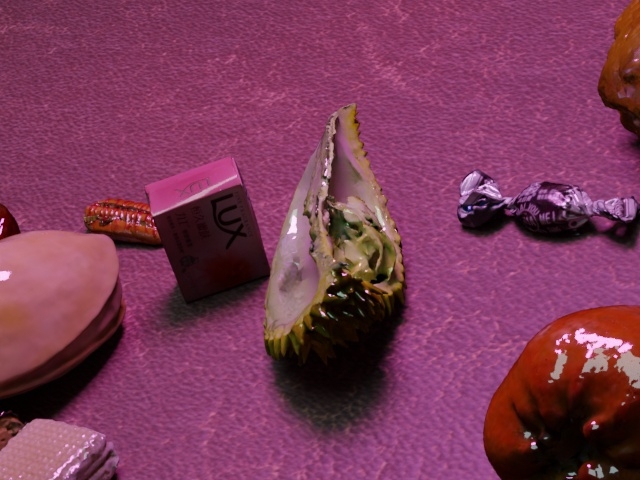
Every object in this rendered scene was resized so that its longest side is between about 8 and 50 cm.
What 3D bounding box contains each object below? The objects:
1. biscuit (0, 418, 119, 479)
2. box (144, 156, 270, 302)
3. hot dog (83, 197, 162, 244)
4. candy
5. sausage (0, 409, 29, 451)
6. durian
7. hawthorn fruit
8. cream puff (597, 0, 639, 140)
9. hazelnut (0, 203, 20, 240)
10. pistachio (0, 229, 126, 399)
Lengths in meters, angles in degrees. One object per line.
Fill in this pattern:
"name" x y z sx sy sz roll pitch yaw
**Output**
"biscuit" -0.307 0.269 1.840 0.108 0.062 0.239 8 41 36
"box" -0.125 -0.011 2.092 0.111 0.156 0.060 -20 44 -2
"hot dog" -0.230 -0.025 2.269 0.144 0.038 0.062 9 41 36
"candy" 0.246 -0.043 2.047 0.226 0.051 0.094 10 39 38
"sausage" -0.432 0.212 1.981 0.264 0.083 0.083 2 37 30
"durian" 0.002 0.010 1.979 0.157 0.169 0.355 -11 31 8
"hawthorn fruit" 0.279 0.156 1.602 0.224 0.224 0.261 15 22 41
"cream puff" 0.424 -0.208 2.071 0.244 0.196 0.244 -22 60 46
"hazelnut" -0.472 0.006 2.193 0.234 0.218 0.218 39 56 12
"pistachio" -0.340 0.088 2.031 0.181 0.162 0.293 32 40 34
